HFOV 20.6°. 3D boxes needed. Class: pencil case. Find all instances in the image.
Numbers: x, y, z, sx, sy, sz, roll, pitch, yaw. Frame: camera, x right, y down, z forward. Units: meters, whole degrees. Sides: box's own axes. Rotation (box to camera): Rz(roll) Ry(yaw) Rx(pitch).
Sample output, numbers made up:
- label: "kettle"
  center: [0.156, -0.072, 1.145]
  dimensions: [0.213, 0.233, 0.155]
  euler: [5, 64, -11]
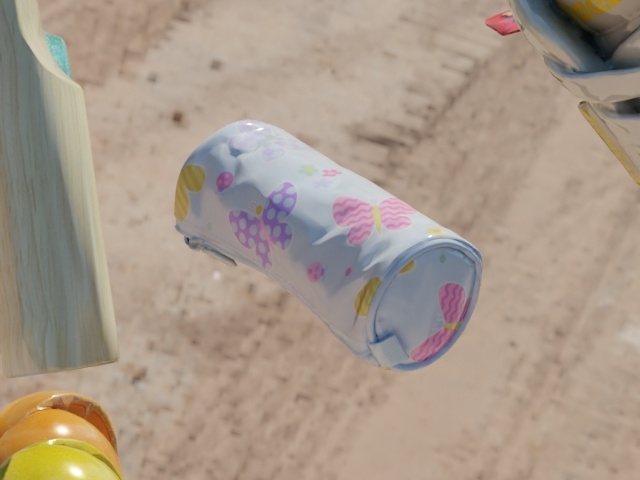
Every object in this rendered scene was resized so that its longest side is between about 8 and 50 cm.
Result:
- label: "pencil case"
  center: [0.000, 0.000, 1.384]
  dimensions: [0.124, 0.113, 0.273]
  euler: [-34, 42, -26]

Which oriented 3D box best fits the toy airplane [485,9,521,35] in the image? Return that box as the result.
- label: "toy airplane"
  center: [0.144, -0.101, 0.691]
  dimensions: [0.151, 0.028, 0.151]
  euler: [-20, 9, 3]

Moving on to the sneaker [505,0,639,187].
- label: "sneaker"
  center: [0.097, -0.042, 0.435]
  dimensions: [0.092, 0.087, 0.228]
  euler: [-21, 81, -54]

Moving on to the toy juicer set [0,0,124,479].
- label: "toy juicer set"
  center: [-0.112, 0.007, 0.533]
  dimensions: [0.089, 0.329, 0.209]
  euler: [-8, 68, -9]
